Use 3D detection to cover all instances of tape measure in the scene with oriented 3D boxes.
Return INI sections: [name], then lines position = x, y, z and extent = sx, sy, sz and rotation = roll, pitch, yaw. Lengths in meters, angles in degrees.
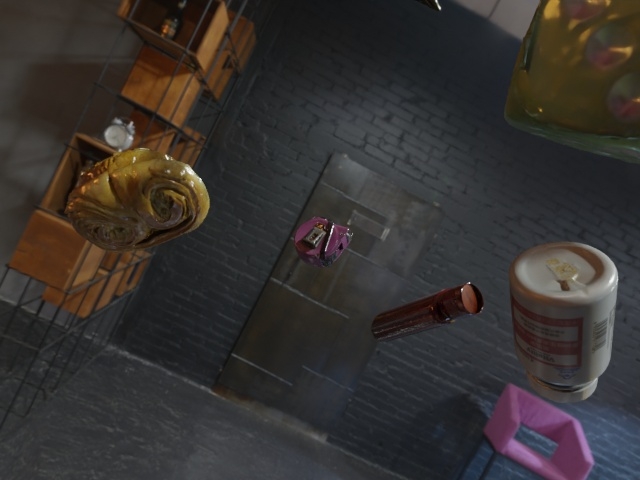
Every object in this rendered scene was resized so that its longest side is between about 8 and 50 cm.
[tape measure]
position = 0.000, 0.000, 1.123
extent = 0.118, 0.125, 0.074
rotation = 23, -27, 24

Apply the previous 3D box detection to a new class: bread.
[bread]
position = -0.327, -0.068, 0.857
extent = 0.198, 0.236, 0.120
rotation = 72, -3, -61

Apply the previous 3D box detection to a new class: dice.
[dice]
position = 0.444, -0.264, 0.704
extent = 0.250, 0.252, 0.254
rotation = 24, 16, 23

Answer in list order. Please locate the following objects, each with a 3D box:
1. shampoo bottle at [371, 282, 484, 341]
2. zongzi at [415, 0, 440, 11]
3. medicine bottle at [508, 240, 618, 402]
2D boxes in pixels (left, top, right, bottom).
[shampoo bottle]
position = 0.212, 0.148, 0.948
extent = 0.260, 0.102, 0.064
rotation = -35, -98, 55
[zongzi]
position = 0.208, -0.615, 1.161
extent = 0.184, 0.084, 0.187
rotation = 62, -17, -9
[medicine bottle]
position = 0.212, 0.076, 0.413
extent = 0.079, 0.079, 0.140
rotation = 29, -33, 48
